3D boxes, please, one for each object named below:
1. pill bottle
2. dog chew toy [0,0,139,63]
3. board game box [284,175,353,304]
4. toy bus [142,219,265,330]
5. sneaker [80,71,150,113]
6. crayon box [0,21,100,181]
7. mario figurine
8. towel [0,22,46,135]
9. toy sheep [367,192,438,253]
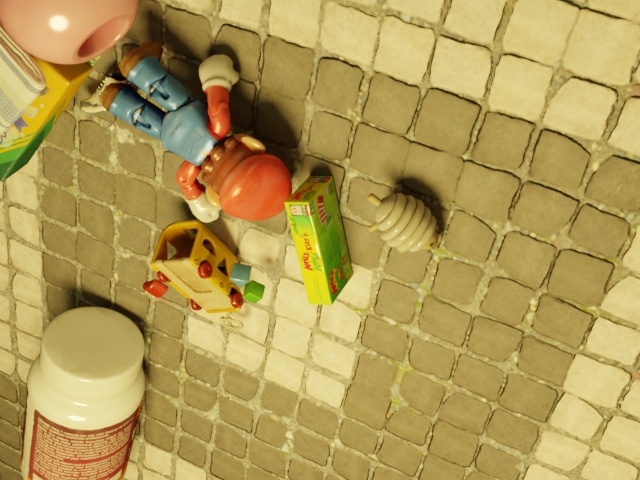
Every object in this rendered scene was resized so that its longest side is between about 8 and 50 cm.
[{"bbox_3d":[-0.472,0.332,1.688,0.224,0.224,0.392,27,128,9],"label":"pill bottle"},{"bbox_3d":[-0.413,-0.419,1.215,0.332,0.206,0.206,52,128,0],"label":"dog chew toy"},{"bbox_3d":[0.000,0.000,1.326,0.043,0.092,0.181,2,120,27],"label":"board game box"},{"bbox_3d":[-0.192,0.049,1.444,0.190,0.104,0.202,19,149,-10],"label":"toy bus"},{"bbox_3d":[-0.337,-0.245,1.377,0.135,0.052,0.058,-10,105,23],"label":"sneaker"},{"bbox_3d":[-0.522,-0.273,1.405,0.203,0.083,0.323,43,124,-8],"label":"crayon box"},{"bbox_3d":[-0.173,-0.157,1.310,0.320,0.170,0.198,41,152,-1],"label":"mario figurine"},{"bbox_3d":[-0.550,-0.264,1.319,0.285,0.034,0.209,-26,109,46],"label":"towel"},{"bbox_3d":[0.121,-0.027,1.254,0.132,0.091,0.091,31,131,-17],"label":"toy sheep"}]
